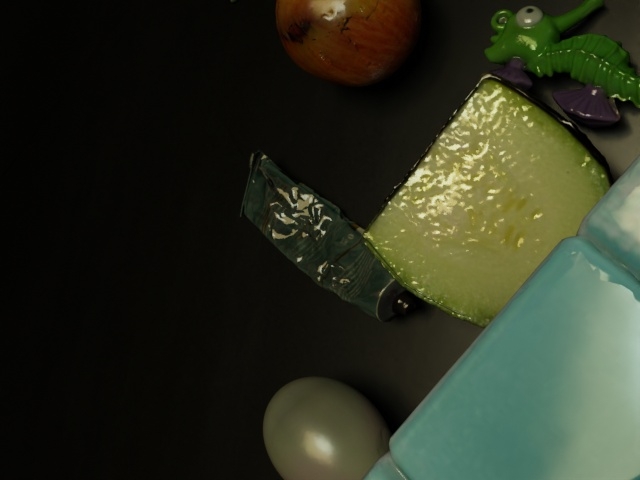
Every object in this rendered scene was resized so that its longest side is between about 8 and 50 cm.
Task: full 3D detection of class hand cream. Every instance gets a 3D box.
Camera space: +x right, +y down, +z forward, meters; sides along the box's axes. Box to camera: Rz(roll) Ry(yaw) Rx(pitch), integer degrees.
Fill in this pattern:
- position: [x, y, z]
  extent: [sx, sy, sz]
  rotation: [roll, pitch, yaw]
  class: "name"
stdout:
- position: [0.000, 0.000, 0.791]
  extent: [0.248, 0.052, 0.075]
  rotation: [38, 101, 32]
  class: "hand cream"

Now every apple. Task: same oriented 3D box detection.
- position: [0.024, -0.219, 0.772]
  extent: [0.147, 0.146, 0.146]
  rotation: [-7, 77, 32]
  class: "apple"

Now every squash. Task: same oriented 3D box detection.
- position: [0.159, -0.020, 0.691]
  extent: [0.184, 0.085, 0.192]
  rotation: [39, 107, 3]
  class: "squash"

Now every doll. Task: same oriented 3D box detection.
- position: [0.226, -0.157, 0.679]
  extent: [0.190, 0.050, 0.115]
  rotation: [29, 90, 29]
  class: "doll"

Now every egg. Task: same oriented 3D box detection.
- position: [0.008, 0.180, 0.720]
  extent: [0.135, 0.103, 0.103]
  rotation: [38, 102, 31]
  class: "egg"

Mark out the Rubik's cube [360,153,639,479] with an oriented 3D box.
- position: [0.247, 0.169, 0.440]
  extent: [0.321, 0.319, 0.316]
  rotation: [-52, 58, 13]
  class: "Rubik's cube"
